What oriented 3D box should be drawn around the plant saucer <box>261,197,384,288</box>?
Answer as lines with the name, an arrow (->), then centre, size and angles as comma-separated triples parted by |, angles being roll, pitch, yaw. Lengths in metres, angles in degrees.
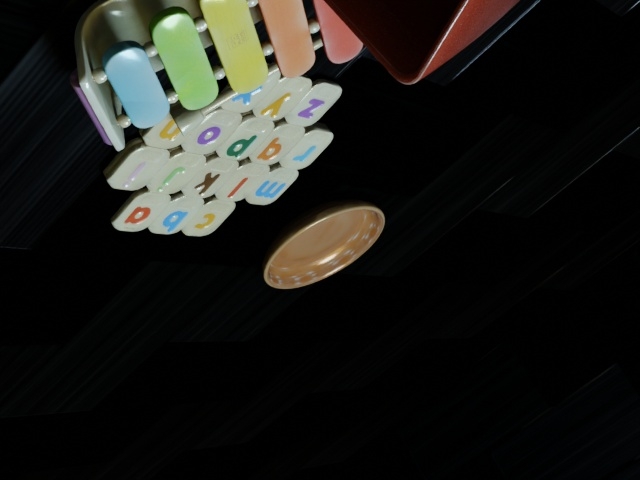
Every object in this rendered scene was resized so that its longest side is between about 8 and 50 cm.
plant saucer -> 0.000, 0.000, 1.576 | 0.200, 0.037, 0.200 | -24, 155, -12

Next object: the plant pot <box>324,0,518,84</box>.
plant pot -> 0.110, -0.325, 0.805 | 0.235, 0.267, 0.267 | -28, 161, -40

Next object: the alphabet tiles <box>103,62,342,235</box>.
alphabet tiles -> -0.112, -0.102, 1.260 | 0.278, 0.021, 0.284 | -45, 152, 27

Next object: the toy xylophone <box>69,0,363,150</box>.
toy xylophone -> -0.076, -0.193, 1.022 | 0.322, 0.081, 0.236 | -31, 152, 2
